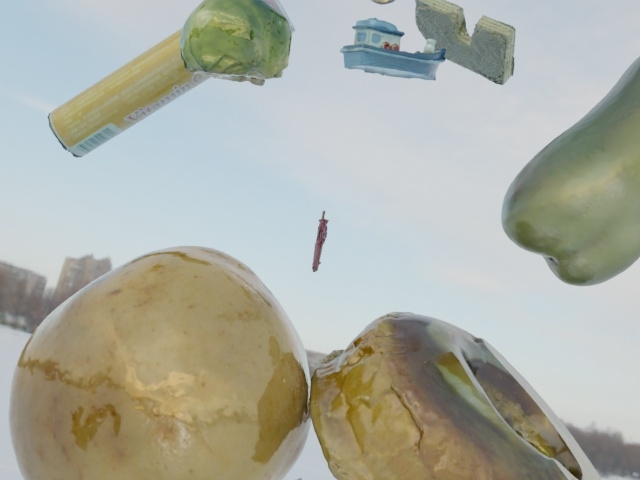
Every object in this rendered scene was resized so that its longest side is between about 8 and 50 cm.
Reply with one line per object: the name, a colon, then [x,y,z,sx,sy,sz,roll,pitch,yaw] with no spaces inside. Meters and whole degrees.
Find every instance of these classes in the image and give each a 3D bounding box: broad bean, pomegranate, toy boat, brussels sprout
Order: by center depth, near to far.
broad bean: [0.280,-0.077,0.638,0.121,0.263,0.189,44,5,-7]
pomegranate: [-0.148,0.144,0.694,0.307,0.307,0.307,13,-13,3]
brussels sprout: [-0.122,-0.291,1.009,0.149,0.122,0.151,17,12,37]
toy boat: [0.154,-0.374,1.385,0.238,0.098,0.109,1,9,-33]

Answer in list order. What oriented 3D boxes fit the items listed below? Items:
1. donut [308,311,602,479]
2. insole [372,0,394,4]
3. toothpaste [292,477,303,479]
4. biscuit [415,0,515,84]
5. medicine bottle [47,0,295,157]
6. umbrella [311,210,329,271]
donut: [0.148,0.202,0.664,0.330,0.330,0.160,24,-58,-40]
insole: [0.147,-0.410,0.925,0.081,0.248,0.011,43,3,13]
toothpaste: [-0.128,0.505,1.272,0.255,0.067,0.037,-13,9,-36]
biscuit: [0.315,-0.447,1.554,0.250,0.046,0.147,34,-21,26]
medicine bottle: [-0.251,-0.282,1.162,0.426,0.108,0.108,-29,-24,9]
umbrella: [0.000,0.000,1.477,0.025,0.165,0.027,28,-42,-21]
